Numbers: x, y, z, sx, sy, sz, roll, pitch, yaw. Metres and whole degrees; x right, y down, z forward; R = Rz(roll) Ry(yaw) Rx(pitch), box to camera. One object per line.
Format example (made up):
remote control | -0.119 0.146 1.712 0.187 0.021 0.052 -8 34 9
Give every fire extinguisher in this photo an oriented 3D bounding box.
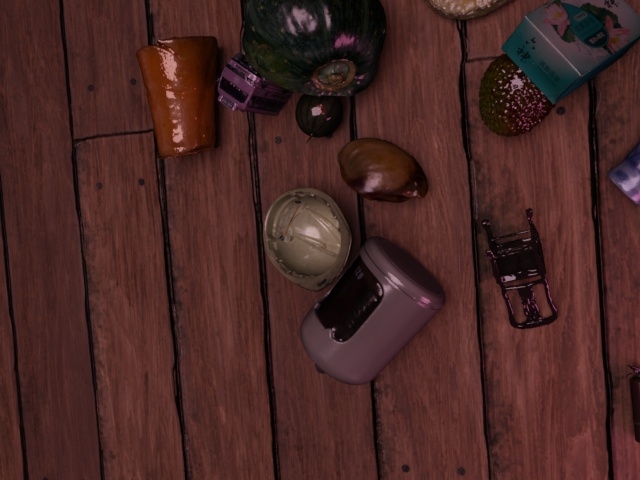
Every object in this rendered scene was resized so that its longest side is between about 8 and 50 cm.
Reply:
fire extinguisher | 0.652 0.322 1.417 0.078 0.045 0.157 -6 91 -9

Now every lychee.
lychee | 0.387 -0.289 1.410 0.171 0.171 0.171 1 94 18

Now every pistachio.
pistachio | 0.133 -0.143 1.521 0.210 0.130 0.165 26 61 16

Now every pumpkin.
pumpkin | -0.004 -0.457 1.439 0.293 0.197 0.263 0 61 -16

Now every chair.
chair | 0.414 0.064 1.464 0.106 0.113 0.229 -13 127 19

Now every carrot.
carrot | -0.309 -0.324 1.627 0.196 0.196 0.254 -6 98 19

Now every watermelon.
watermelon | -0.008 -0.270 1.560 0.105 0.105 0.133 18 79 17

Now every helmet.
helmet | 0.005 0.003 1.554 0.257 0.137 0.204 43 108 36

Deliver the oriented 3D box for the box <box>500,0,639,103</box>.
box | 0.479 -0.381 1.327 0.245 0.092 0.153 -35 79 -28

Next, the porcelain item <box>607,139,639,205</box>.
porcelain item | 0.670 -0.184 1.334 0.141 0.141 0.259 49 116 10

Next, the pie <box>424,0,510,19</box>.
pie | 0.317 -0.587 1.461 0.274 0.055 0.274 1 93 18

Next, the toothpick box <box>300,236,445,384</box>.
toothpick box | 0.100 0.173 1.513 0.229 0.229 0.316 42 107 12

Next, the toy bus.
toy bus | -0.144 -0.336 1.557 0.096 0.199 0.108 37 107 14
